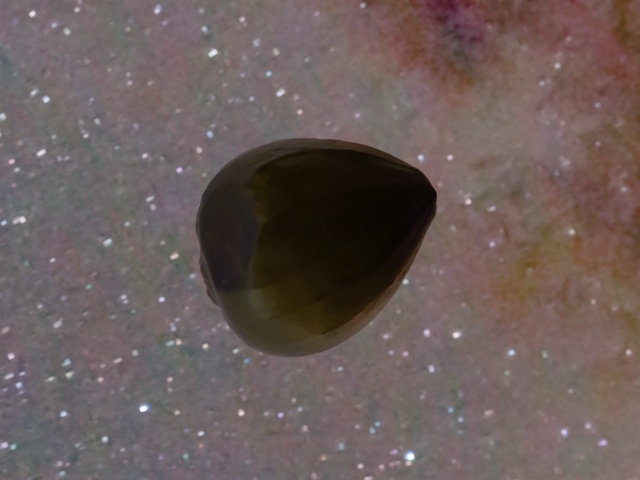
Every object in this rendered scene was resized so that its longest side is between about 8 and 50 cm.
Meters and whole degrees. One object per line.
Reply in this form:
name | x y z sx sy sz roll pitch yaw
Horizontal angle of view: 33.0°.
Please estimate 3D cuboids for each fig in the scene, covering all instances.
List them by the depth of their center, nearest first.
fig | 0.000 0.000 1.178 0.239 0.271 0.239 -19 -90 -89
